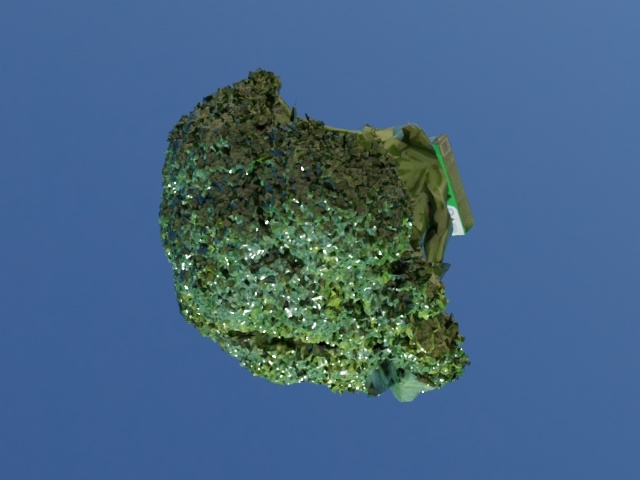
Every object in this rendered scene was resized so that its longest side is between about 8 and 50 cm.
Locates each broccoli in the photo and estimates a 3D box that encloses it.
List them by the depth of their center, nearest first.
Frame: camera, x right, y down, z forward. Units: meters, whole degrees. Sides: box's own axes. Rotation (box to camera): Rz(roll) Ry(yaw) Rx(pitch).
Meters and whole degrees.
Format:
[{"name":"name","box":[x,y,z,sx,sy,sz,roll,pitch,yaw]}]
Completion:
[{"name":"broccoli","box":[0.000,0.000,1.031,0.156,0.195,0.195,-25,-115,-22]}]

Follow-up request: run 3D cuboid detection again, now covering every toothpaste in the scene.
[{"name":"toothpaste","box":[0.104,-0.045,1.606,0.020,0.017,0.083,-45,-57,-51]}]
